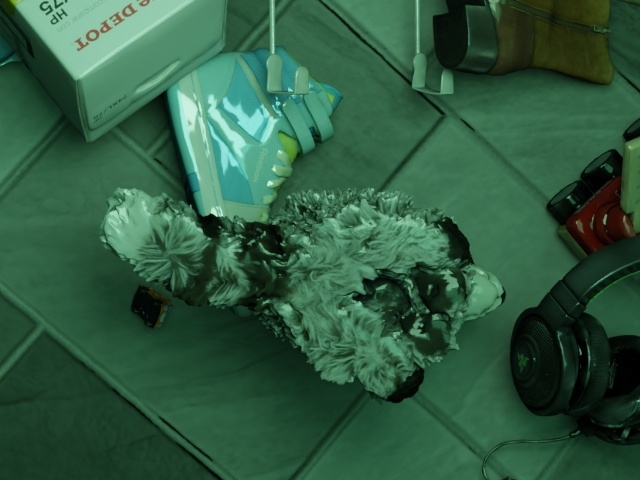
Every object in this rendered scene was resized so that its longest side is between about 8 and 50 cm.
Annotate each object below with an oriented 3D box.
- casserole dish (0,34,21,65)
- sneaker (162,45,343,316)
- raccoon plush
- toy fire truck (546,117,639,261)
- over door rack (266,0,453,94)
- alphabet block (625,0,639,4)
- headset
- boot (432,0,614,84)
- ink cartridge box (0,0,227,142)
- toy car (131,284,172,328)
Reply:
[{"bbox_3d":[-0.401,-0.283,1.577,0.188,0.037,0.114,45,81,-7],"label":"casserole dish"},{"bbox_3d":[-0.057,-0.082,1.601,0.208,0.127,0.319,-14,92,-11],"label":"sneaker"},{"bbox_3d":[0.000,0.000,1.535,0.446,0.299,0.216,29,98,-4],"label":"raccoon plush"},{"bbox_3d":[0.400,-0.079,1.634,0.217,0.246,0.158,-41,97,-10],"label":"toy fire truck"},{"bbox_3d":[0.016,-0.320,1.588,0.239,0.108,0.324,-6,88,-36],"label":"over door rack"},{"bbox_3d":[0.491,-0.390,1.687,0.192,0.197,0.193,11,87,-11],"label":"alphabet block"},{"bbox_3d":[0.337,0.181,1.625,0.243,0.185,0.394,24,111,-32],"label":"headset"},{"bbox_3d":[0.262,-0.325,1.643,0.280,0.096,0.264,-3,86,-37],"label":"boot"},{"bbox_3d":[-0.256,-0.287,1.463,0.198,0.197,0.270,-38,82,-14],"label":"ink cartridge box"},{"bbox_3d":[-0.187,0.042,1.606,0.040,0.060,0.122,8,94,-43],"label":"toy car"}]
